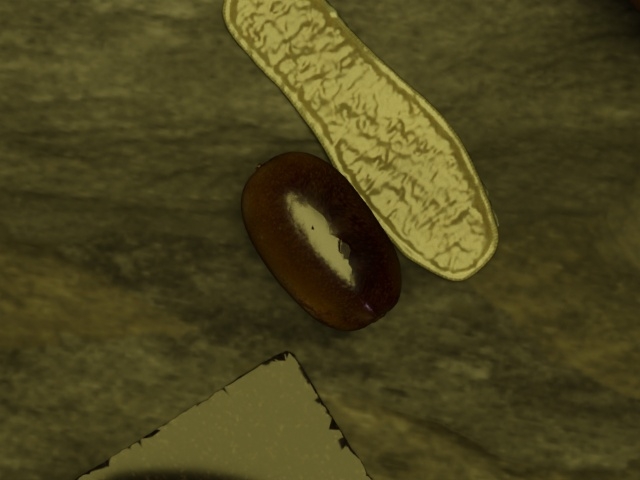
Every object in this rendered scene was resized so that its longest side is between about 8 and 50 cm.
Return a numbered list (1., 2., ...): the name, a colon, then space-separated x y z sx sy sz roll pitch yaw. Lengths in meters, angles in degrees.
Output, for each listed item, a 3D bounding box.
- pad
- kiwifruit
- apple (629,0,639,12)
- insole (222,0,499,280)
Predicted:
1. pad: -0.027 0.264 1.096 0.220 0.004 0.330 -31 88 -4
2. kiwifruit: 0.000 0.000 1.082 0.075 0.075 0.124 -39 93 -4
3. apple: 0.309 -0.258 0.995 0.339 0.305 0.338 0 84 -3
4. insole: 0.029 -0.080 1.118 0.081 0.011 0.248 -40 88 -4
